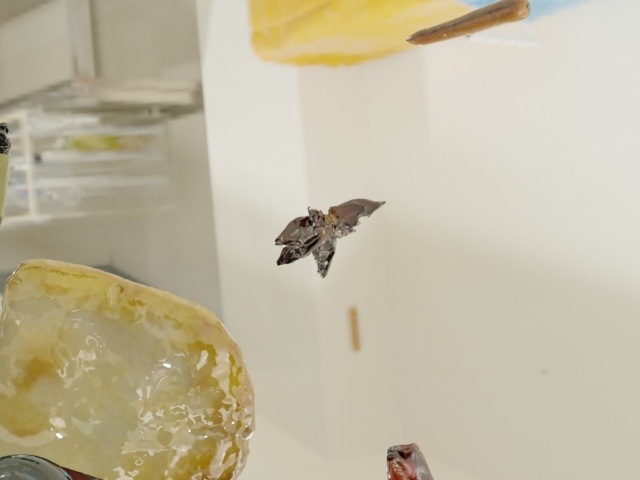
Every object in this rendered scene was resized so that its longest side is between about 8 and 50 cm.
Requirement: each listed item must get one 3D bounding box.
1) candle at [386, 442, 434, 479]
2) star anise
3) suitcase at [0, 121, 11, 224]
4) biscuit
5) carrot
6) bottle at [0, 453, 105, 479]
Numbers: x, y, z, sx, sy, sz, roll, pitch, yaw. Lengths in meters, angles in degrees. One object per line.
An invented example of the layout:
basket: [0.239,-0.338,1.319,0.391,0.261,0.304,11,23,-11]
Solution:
candle: [0.153,0.392,1.608,0.059,0.302,0.084,-5,-151,46]
star anise: [-0.003,-0.003,2.006,0.212,0.053,0.157,-11,141,-40]
suitcase: [-0.516,-0.038,1.701,0.143,0.194,0.235,14,137,-21]
biscuit: [-0.316,0.249,1.866,0.446,0.429,0.104,10,-166,-8]
carrot: [0.212,-0.310,1.790,0.190,0.037,0.037,-16,173,25]
bottle: [-0.253,0.321,1.338,0.144,0.144,0.336,-6,161,16]
